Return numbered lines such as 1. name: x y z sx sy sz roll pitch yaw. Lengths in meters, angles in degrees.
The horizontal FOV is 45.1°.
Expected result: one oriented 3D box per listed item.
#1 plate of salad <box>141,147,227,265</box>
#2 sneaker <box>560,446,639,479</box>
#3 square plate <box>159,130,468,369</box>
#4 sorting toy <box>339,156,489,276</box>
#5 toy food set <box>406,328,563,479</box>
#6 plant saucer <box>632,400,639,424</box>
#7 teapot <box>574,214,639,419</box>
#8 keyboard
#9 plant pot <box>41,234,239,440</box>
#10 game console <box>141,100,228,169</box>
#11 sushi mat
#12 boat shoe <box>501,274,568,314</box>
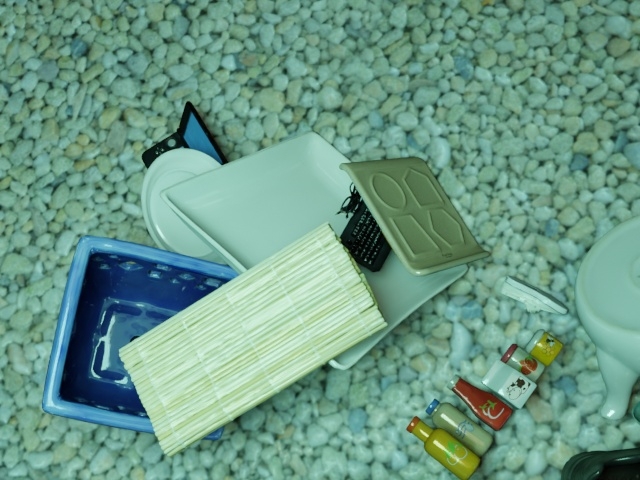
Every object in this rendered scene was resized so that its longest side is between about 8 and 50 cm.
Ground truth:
1. plate of salad: -0.196 -0.047 1.209 0.199 0.048 0.200 10 111 26
2. sneaker: 0.470 0.312 1.008 0.286 0.130 0.109 -12 72 3
3. square plate: 0.000 0.000 1.112 0.347 0.049 0.344 43 41 16
4. sorting toy: 0.138 -0.038 1.143 0.038 0.193 0.208 -48 66 36
5. toy food set: 0.227 0.208 1.078 0.104 0.111 0.232 36 85 15
6. plant saucer: 0.486 0.241 1.042 0.119 0.119 0.021 -10 102 5
7. teapot: 0.485 0.090 1.044 0.256 0.187 0.253 -16 42 32
8. keyboard: 0.075 -0.038 1.130 0.100 0.038 0.192 30 39 1
9. plant pot: -0.248 0.144 1.086 0.235 0.212 0.236 13 76 -15
10. game console: -0.221 -0.128 1.248 0.124 0.085 0.144 -32 72 -2
11. sushi mat: -0.085 0.118 0.946 0.316 0.019 0.151 -32 73 1
12. boat shoe: 0.315 0.090 1.144 0.100 0.035 0.035 27 107 10
